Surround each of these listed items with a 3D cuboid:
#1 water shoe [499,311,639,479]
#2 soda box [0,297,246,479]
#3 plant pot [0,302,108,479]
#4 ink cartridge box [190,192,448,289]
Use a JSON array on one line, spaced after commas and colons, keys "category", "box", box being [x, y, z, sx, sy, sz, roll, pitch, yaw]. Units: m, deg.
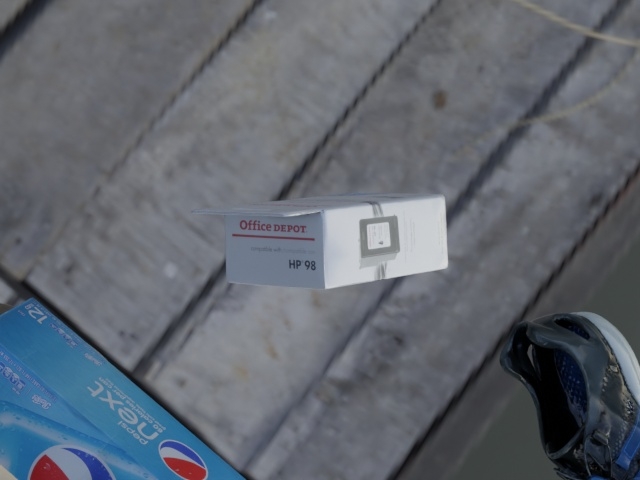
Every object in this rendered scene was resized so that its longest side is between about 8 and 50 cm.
[{"category": "water shoe", "box": [0.166, 0.134, 0.974, 0.080, 0.203, 0.073, -1, 143, -40]}, {"category": "soda box", "box": [-0.130, 0.132, 1.030, 0.067, 0.210, 0.071, -53, 173, 21]}, {"category": "plant pot", "box": [-0.326, 0.162, 1.242, 0.323, 0.323, 0.280, -55, 149, -8]}, {"category": "ink cartridge box", "box": [0.000, 0.000, 1.267, 0.180, 0.104, 0.060, -8, 98, -47]}]
